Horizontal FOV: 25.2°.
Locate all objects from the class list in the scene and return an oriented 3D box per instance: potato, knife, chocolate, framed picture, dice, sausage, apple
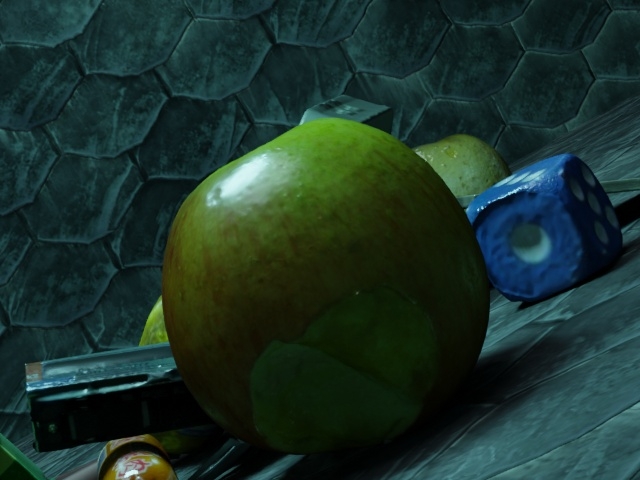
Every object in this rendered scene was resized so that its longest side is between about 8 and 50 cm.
[{"bbox_3d":[0.235,-0.077,2.524,0.285,0.242,0.242,-26,2,-15],"label":"potato"},{"bbox_3d":[-0.089,0.226,1.728,0.123,0.053,0.278,-40,5,20],"label":"knife"},{"bbox_3d":[-0.164,0.138,1.796,0.162,0.162,0.445,-29,-17,-22],"label":"chocolate"},{"bbox_3d":[0.349,-0.069,2.021,0.324,0.020,0.240,-7,1,-4],"label":"framed picture"},{"bbox_3d":[0.271,-0.014,1.735,0.146,0.143,0.146,-25,8,29],"label":"dice"},{"bbox_3d":[-0.205,0.276,1.611,0.093,0.093,0.312,-29,3,-9],"label":"sausage"},{"bbox_3d":[-0.002,0.044,1.439,0.339,0.339,0.339,-28,3,2],"label":"apple"}]

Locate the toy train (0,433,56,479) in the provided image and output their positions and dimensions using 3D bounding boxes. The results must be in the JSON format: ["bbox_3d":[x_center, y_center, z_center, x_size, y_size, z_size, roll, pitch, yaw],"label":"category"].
[{"bbox_3d":[-0.335,0.281,1.534,0.120,0.202,0.301,-48,7,-12],"label":"toy train"}]

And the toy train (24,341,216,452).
[{"bbox_3d":[-0.127,0.156,1.628,0.409,0.086,0.089,-9,29,-10],"label":"toy train"}]

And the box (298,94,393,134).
[{"bbox_3d":[-0.001,-0.001,2.043,0.111,0.396,0.396,14,11,8],"label":"box"}]

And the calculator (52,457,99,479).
[{"bbox_3d":[-0.416,0.387,2.087,0.220,0.048,0.329,-28,0,31],"label":"calculator"}]
